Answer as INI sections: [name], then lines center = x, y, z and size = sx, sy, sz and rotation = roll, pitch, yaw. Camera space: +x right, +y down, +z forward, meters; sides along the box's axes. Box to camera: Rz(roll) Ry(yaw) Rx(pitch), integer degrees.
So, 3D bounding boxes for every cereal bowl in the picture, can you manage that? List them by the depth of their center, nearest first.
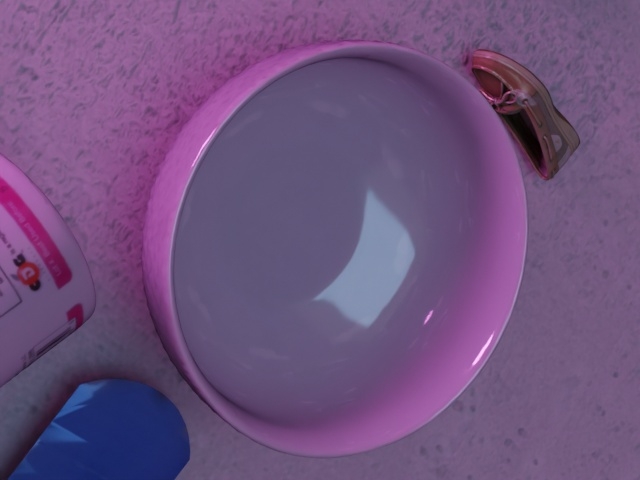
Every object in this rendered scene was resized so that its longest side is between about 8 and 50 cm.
[cereal bowl]
center = 0.000, 0.000, 1.088
size = 0.339, 0.141, 0.339
rotation = -7, 105, -28

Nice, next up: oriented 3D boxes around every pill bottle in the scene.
[pill bottle]
center = -0.310, 0.069, 0.895
size = 0.283, 0.160, 0.160
rotation = -39, 118, -27

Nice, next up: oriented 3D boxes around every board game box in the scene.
[board game box]
center = -0.191, 0.188, 1.091
size = 0.133, 0.033, 0.168
rotation = 39, 87, -36

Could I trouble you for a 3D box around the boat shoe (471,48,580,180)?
[boat shoe]
center = 0.186, -0.118, 1.216
size = 0.153, 0.056, 0.048
rotation = 44, 75, -37
